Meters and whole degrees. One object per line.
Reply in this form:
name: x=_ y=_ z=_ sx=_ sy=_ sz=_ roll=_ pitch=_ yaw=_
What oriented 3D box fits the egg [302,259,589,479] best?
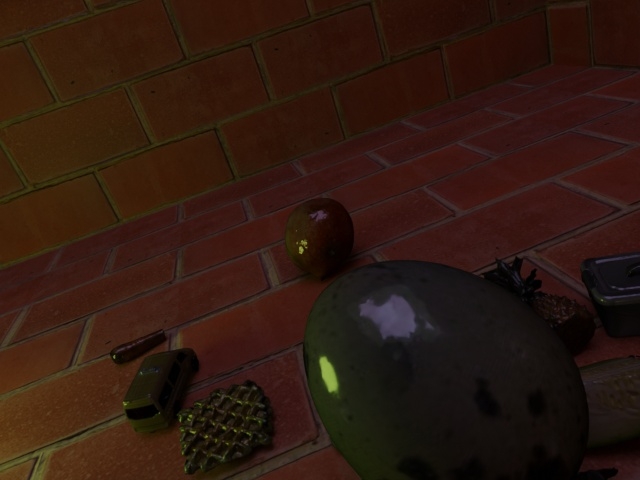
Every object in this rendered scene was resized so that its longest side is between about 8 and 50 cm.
egg: x=0.168 y=0.210 z=0.726 sx=0.345 sy=0.428 sz=0.345 roll=-57 pitch=0 yaw=0

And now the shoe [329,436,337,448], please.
shoe: x=0.058 y=0.302 z=1.009 sx=0.099 sy=0.125 sz=0.227 roll=-12 pitch=27 yaw=20

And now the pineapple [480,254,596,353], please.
pineapple: x=0.469 y=0.135 z=1.087 sx=0.119 sy=0.130 sz=0.277 roll=-47 pitch=26 yaw=9

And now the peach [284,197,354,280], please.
peach: x=0.000 y=0.000 z=1.561 sx=0.233 sy=0.256 sz=0.232 roll=-12 pitch=-17 yaw=-4

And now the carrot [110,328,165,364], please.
carrot: x=-0.541 y=0.315 z=1.477 sx=0.162 sy=0.055 sz=0.055 roll=-23 pitch=25 yaw=-25

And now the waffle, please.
waffle: x=-0.202 y=0.396 z=1.076 sx=0.204 sy=0.054 sz=0.223 roll=-23 pitch=28 yaw=-10

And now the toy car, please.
toy car: x=-0.391 y=0.343 z=1.228 sx=0.101 sy=0.124 sz=0.256 roll=-13 pitch=27 yaw=9

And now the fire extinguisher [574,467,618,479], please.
fire extinguisher: x=0.385 y=0.414 z=0.602 sx=0.147 sy=0.106 sz=0.337 roll=15 pitch=29 yaw=-1

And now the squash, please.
squash: x=0.425 y=0.279 z=0.807 sx=0.289 sy=0.111 sz=0.203 roll=-15 pitch=-8 yaw=-1

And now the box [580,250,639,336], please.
box: x=0.660 y=0.099 z=1.001 sx=0.227 sy=0.130 sz=0.162 roll=-9 pitch=26 yaw=17
